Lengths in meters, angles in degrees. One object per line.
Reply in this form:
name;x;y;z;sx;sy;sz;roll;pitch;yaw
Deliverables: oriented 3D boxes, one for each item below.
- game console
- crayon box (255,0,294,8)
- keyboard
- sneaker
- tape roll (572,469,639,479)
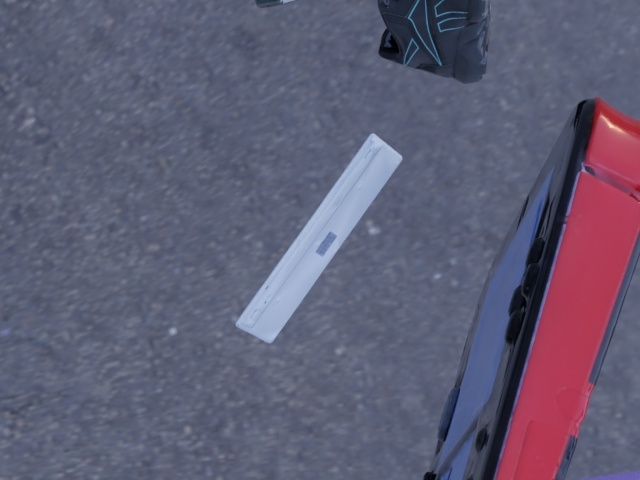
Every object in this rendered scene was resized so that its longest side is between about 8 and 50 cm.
game console;0.098;0.122;0.934;0.060;0.386;0.342;21;72;4
crayon box;0.065;-0.373;1.602;0.318;0.081;0.202;-17;100;-20
keyboard;0.000;0.000;1.708;0.256;0.014;0.072;-54;149;2
sneaker;0.102;-0.225;1.389;0.106;0.267;0.101;6;62;6
tape roll;0.256;0.286;1.286;0.080;0.189;0.189;-9;83;1
